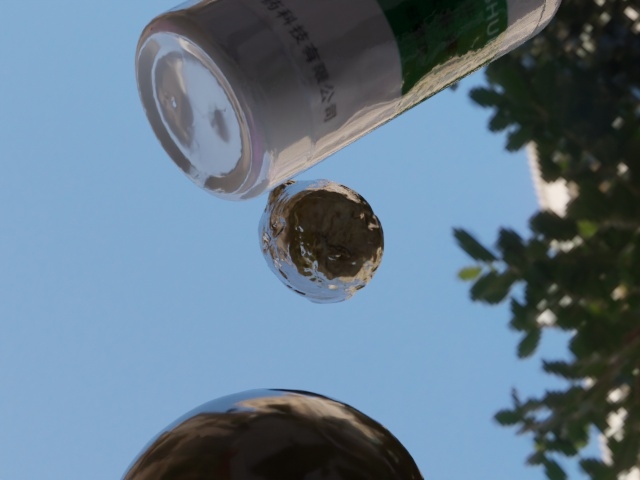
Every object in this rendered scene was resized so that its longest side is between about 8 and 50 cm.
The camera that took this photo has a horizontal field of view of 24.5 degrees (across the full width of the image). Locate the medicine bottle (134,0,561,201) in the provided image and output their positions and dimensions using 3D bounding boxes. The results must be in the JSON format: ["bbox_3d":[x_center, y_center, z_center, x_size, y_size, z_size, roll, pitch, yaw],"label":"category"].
[{"bbox_3d":[0.037,-0.111,0.701,0.260,0.095,0.095,-32,-105,-34],"label":"medicine bottle"}]

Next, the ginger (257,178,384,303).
[{"bbox_3d":[0.000,0.000,1.370,0.116,0.263,0.109,5,-96,1],"label":"ginger"}]

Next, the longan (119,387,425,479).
[{"bbox_3d":[-0.037,0.170,0.773,0.204,0.159,0.185,-25,-140,-7],"label":"longan"}]
